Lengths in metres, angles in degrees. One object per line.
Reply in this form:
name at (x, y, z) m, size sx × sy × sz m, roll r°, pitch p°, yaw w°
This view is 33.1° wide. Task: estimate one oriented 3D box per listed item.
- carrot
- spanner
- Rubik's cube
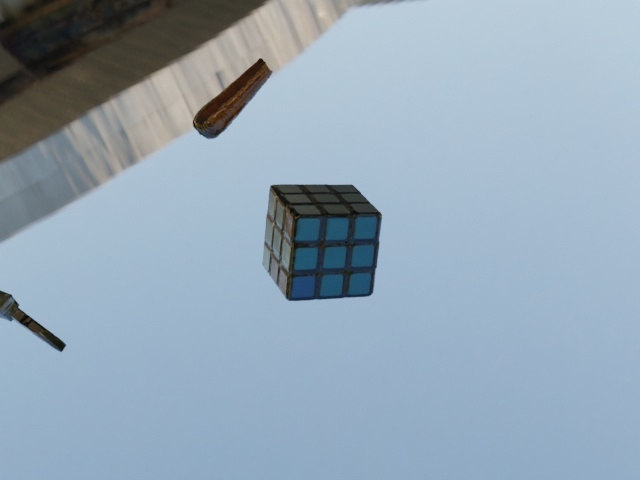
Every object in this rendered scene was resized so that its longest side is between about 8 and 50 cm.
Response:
carrot at (-0.144, -0.233, 1.784) m, size 0.161 × 0.055 × 0.055 m, roll -43°, pitch -157°, yaw 2°
spanner at (-0.592, 0.099, 1.929) m, size 0.040 × 0.325 × 0.095 m, roll -55°, pitch -174°, yaw -18°
Rubik's cube at (0.000, 0.000, 1.862) m, size 0.161 × 0.162 × 0.163 m, roll -2°, pitch -157°, yaw -19°
